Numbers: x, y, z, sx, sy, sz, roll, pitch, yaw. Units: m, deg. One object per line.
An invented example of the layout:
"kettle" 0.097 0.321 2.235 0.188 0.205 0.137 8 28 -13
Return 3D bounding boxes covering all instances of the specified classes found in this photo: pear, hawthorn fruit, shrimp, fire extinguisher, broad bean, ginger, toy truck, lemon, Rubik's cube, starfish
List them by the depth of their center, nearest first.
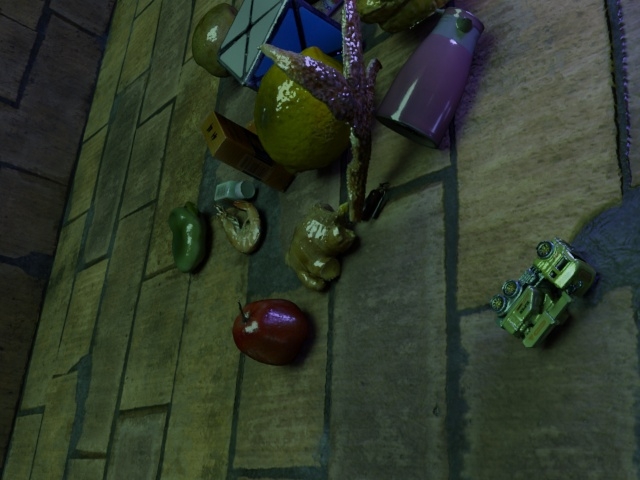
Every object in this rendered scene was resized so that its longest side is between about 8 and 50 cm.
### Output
"toy truck" 0.351 0.088 1.016 0.169 0.077 0.100 -53 36 17
"starfish" 0.045 -0.295 1.337 0.132 0.398 0.384 -5 60 35
"fire extinguisher" 0.118 -0.082 1.427 0.100 0.032 0.046 -57 27 24
"hawthorn fruit" -0.132 0.196 1.456 0.162 0.203 0.163 -32 46 41
"ginger" 0.000 0.000 1.473 0.216 0.102 0.157 -57 44 18
"lemon" -0.032 -0.295 1.535 0.253 0.253 0.311 46 130 51
"Rubik's cube" -0.084 -0.495 1.705 0.260 0.259 0.255 -60 36 17
"shrimp" -0.229 -0.056 1.812 0.236 0.053 0.133 44 123 43
"broad bean" -0.401 -0.011 1.994 0.169 0.100 0.228 -22 68 54
"pear" -0.318 -0.642 2.116 0.211 0.188 0.229 -46 42 15

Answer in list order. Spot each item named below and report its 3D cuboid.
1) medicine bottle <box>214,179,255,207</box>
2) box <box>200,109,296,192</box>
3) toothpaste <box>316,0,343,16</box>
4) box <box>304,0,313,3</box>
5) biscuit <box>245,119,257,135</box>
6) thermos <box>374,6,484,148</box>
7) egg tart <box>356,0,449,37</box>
"medicine bottle" -0.241 -0.135 1.864 0.118 0.074 0.055 -11 63 47
"box" -0.188 -0.232 1.713 0.070 0.237 0.152 -48 41 17
"toothpaste" 0.021 -0.659 1.832 0.194 0.042 0.067 -35 51 44
"box" -0.061 -0.866 1.995 0.359 0.091 0.351 -6 67 50
"biscuit" -0.205 -0.292 1.941 0.118 0.023 0.140 -35 49 37
"thermos" 0.232 -0.337 1.335 0.265 0.145 0.176 -63 6 1
"egg tart" 0.208 -0.544 1.431 0.290 0.115 0.290 -29 16 9
